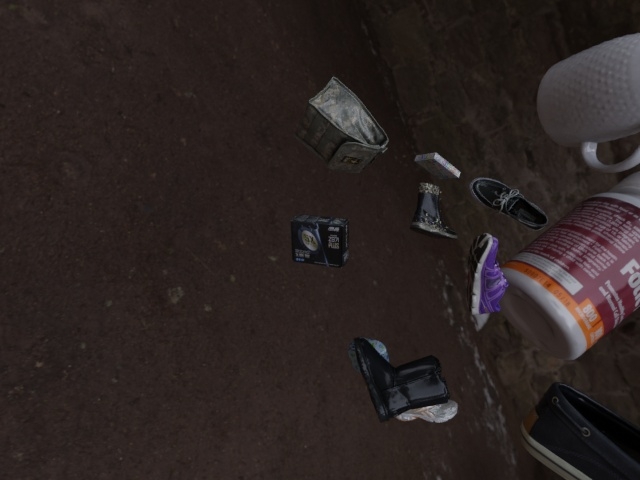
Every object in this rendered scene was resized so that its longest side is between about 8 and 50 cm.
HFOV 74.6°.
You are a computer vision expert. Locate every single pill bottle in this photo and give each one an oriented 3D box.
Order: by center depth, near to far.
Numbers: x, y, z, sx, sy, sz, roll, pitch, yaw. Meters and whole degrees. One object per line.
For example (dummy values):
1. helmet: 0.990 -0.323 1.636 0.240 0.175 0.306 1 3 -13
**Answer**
1. pill bottle: 0.575 0.043 0.874 0.224 0.392 0.224 52 -5 7

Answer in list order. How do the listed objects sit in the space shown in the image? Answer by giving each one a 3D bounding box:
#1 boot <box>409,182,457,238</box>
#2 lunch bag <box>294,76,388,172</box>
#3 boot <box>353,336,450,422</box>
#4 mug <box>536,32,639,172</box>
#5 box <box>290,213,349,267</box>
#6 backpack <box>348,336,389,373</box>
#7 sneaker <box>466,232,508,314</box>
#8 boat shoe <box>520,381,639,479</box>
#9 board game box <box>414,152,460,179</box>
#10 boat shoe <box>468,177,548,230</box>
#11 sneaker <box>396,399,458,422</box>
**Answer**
1. boot: 0.432 -0.102 1.552 0.236 0.085 0.179 13 82 -35
2. lunch bag: 0.076 -0.361 1.444 0.287 0.235 0.169 41 71 -4
3. boot: 0.220 0.357 1.166 0.094 0.207 0.247 81 -10 -52
4. mug: 0.841 -0.379 1.187 0.276 0.328 0.375 3 92 -16
5. box: 0.000 0.000 1.382 0.077 0.180 0.148 -45 139 -62
6. backpack: 0.148 0.362 1.300 0.084 0.114 0.105 -28 104 -41
7. sneaker: 0.307 0.061 0.765 0.068 0.071 0.170 -78 163 -56
8. boat shoe: 0.602 0.412 0.707 0.186 0.500 0.156 6 103 -43
9. board game box: 0.456 -0.288 1.638 0.154 0.103 0.026 28 79 -31
10. boat shoe: 0.690 -0.139 1.552 0.306 0.113 0.105 42 8 16
11. sneaker: 0.419 0.656 1.695 0.099 0.262 0.121 -73 157 -71
